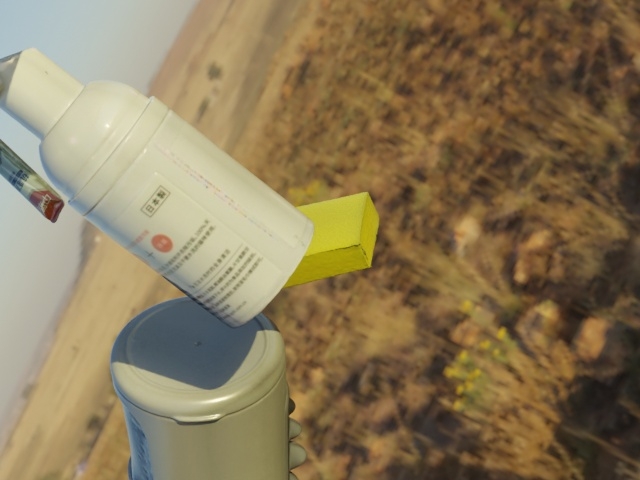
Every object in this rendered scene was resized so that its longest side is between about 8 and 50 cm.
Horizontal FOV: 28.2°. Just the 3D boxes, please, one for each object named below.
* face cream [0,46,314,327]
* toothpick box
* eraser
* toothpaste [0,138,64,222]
[{"bbox_3d":[-0.188,-0.075,1.291,0.145,0.370,0.145,-46,15,16],"label":"face cream"},{"bbox_3d":[-0.132,0.246,1.597,0.229,0.229,0.316,-75,-13,-53],"label":"toothpick box"},{"bbox_3d":[0.000,0.000,1.439,0.122,0.045,0.097,-13,35,17],"label":"eraser"},{"bbox_3d":[-0.484,-0.122,1.957,0.039,0.239,0.062,-45,-3,-45],"label":"toothpaste"}]
